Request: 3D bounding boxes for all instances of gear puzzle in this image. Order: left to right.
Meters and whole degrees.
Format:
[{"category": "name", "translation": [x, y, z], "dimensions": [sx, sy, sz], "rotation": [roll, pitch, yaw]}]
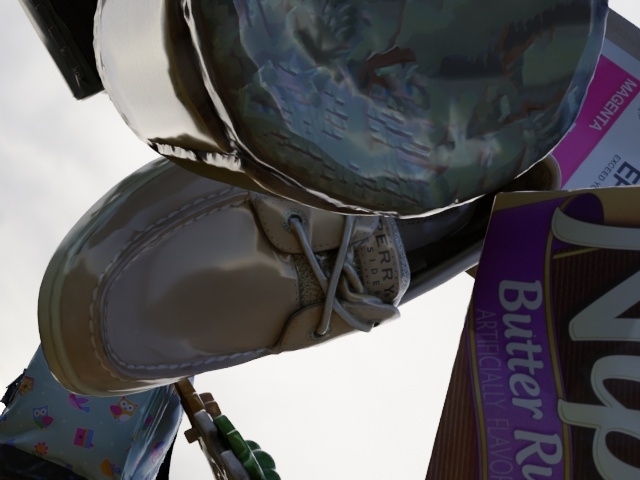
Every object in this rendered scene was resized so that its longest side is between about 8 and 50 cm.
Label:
[{"category": "gear puzzle", "translation": [-0.022, 0.202, 1.045], "dimensions": [0.339, 0.044, 0.175], "rotation": [48, -21, 50]}]

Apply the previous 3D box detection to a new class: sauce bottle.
[{"category": "sauce bottle", "translation": [-0.021, -0.072, 0.527], "dimensions": [0.111, 0.111, 0.344], "rotation": [58, -10, -14]}]

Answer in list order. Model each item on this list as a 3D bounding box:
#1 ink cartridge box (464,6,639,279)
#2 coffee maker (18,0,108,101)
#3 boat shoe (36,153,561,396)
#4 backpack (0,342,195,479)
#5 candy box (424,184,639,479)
[{"category": "ink cartridge box", "translation": [0.171, -0.079, 1.215], "dimensions": [0.193, 0.234, 0.088], "rotation": [36, -28, 9]}, {"category": "coffee maker", "translation": [-0.115, -0.171, 0.780], "dimensions": [0.178, 0.120, 0.171], "rotation": [60, -2, -11]}, {"category": "boat shoe", "translation": [0.000, 0.000, 0.777], "dimensions": [0.098, 0.302, 0.109], "rotation": [11, -67, 45]}, {"category": "backpack", "translation": [-0.163, 0.124, 1.182], "dimensions": [0.152, 0.182, 0.115], "rotation": [23, -18, 6]}, {"category": "candy box", "translation": [0.077, 0.077, 0.360], "dimensions": [0.109, 0.186, 0.053], "rotation": [-3, -28, 40]}]
